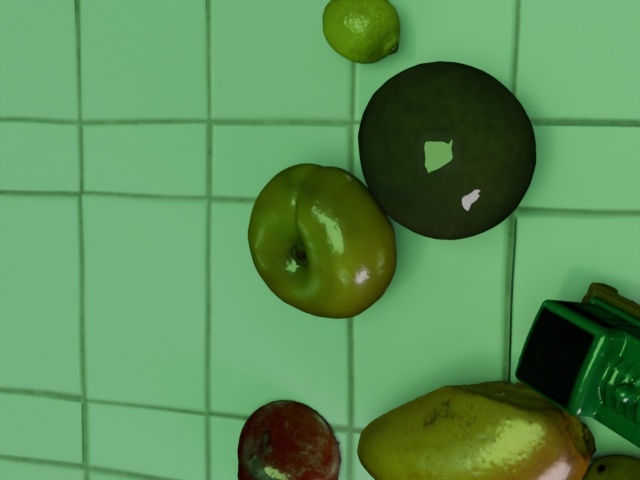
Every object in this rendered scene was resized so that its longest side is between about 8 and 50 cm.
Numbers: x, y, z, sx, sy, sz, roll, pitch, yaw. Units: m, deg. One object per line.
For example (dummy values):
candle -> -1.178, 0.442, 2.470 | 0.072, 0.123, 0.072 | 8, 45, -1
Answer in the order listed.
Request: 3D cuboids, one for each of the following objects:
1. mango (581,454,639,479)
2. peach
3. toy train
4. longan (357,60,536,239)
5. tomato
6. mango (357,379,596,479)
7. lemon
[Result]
mango -> 0.470, 0.400, 1.393 | 0.136, 0.099, 0.227 | -42, 89, 14
peach -> 0.000, 0.000, 1.464 | 0.251, 0.153, 0.251 | 17, 120, 32
toy train -> 0.437, 0.188, 1.260 | 0.429, 0.249, 0.178 | 33, 108, 50
longan -> 0.177, -0.130, 1.370 | 0.258, 0.258, 0.258 | 2, 96, 19
tomato -> -0.062, 0.363, 1.573 | 0.173, 0.099, 0.189 | 14, 98, 20
mango -> 0.216, 0.300, 1.426 | 0.350, 0.199, 0.201 | -13, 130, 19
lemon -> 0.063, -0.320, 1.455 | 0.133, 0.109, 0.109 | 38, 106, 18
